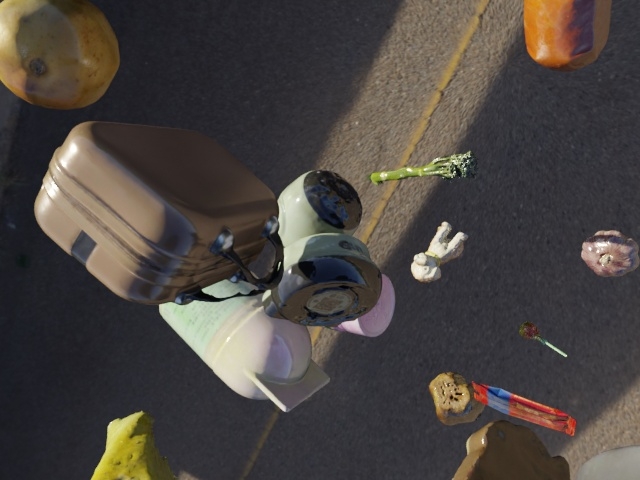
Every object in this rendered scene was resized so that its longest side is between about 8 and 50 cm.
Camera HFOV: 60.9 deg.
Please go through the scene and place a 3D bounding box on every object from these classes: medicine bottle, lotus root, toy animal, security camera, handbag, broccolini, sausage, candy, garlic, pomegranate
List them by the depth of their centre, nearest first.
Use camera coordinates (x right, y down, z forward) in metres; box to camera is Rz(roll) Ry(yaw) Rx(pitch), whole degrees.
[{"bbox_3d":[-0.170,-0.023,0.710,0.283,0.302,0.149,39,107,10],"label":"handbag"},{"bbox_3d":[0.000,0.000,1.010,0.197,0.277,0.191,15,138,-29],"label":"security camera"},{"bbox_3d":[-0.494,-0.353,1.021,0.233,0.233,0.233,6,109,17],"label":"pomegranate"},{"bbox_3d":[0.481,-0.454,1.055,0.141,0.153,0.268,22,154,33],"label":"sausage"},{"bbox_3d":[-0.169,0.231,1.309,0.406,0.236,0.236,40,116,18],"label":"medicine bottle"},{"bbox_3d":[0.278,-0.181,1.493,0.074,0.079,0.392,59,157,-17],"label":"broccolini"},{"bbox_3d":[0.870,0.042,1.637,0.159,0.102,0.147,21,114,37],"label":"garlic"},{"bbox_3d":[0.347,0.062,1.638,0.104,0.184,0.185,30,74,18],"label":"toy animal"},{"bbox_3d":[0.720,0.324,1.757,0.060,0.201,0.060,-8,113,-20],"label":"candy"},{"bbox_3d":[0.057,0.193,1.806,0.325,0.212,0.212,6,110,41],"label":"medicine bottle"},{"bbox_3d":[0.495,0.569,1.953,0.193,0.291,0.193,-8,64,18],"label":"lotus root"}]

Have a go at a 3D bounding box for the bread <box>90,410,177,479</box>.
[{"bbox_3d":[-0.120,0.344,0.468,0.245,0.362,0.233,8,133,4],"label":"bread"}]

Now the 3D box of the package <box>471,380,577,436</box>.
[{"bbox_3d":[0.397,0.330,1.071,0.200,0.022,0.083,16,146,30],"label":"package"}]

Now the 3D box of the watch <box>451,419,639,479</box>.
[{"bbox_3d":[0.308,0.319,0.470,0.335,0.314,0.327,44,142,-1],"label":"watch"}]
